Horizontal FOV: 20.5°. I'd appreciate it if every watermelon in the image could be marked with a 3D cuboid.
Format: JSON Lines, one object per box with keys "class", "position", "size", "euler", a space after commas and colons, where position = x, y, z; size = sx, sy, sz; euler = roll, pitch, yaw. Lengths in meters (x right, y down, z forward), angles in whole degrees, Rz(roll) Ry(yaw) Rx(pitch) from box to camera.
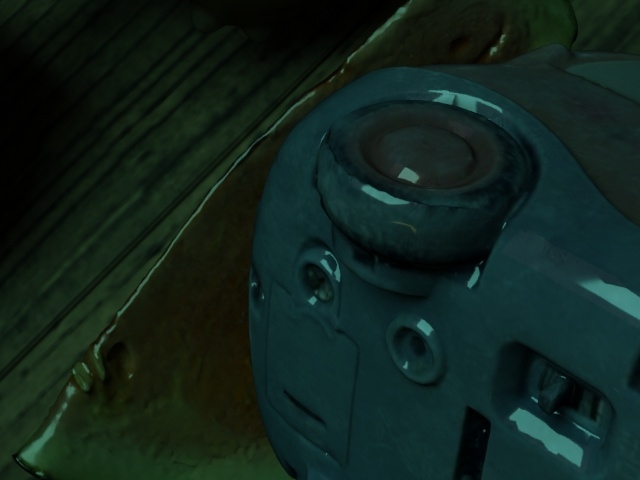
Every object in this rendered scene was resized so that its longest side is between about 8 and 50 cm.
{"class": "watermelon", "position": [0.020, 0.019, 0.770], "size": [0.128, 0.159, 0.303], "euler": [42, 84, 10]}

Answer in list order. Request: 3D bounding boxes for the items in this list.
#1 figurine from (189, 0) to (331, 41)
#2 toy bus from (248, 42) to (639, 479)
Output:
{"class": "figurine", "position": [-0.042, -0.192, 0.912], "size": [0.247, 0.173, 0.177], "euler": [-21, 42, 57]}
{"class": "toy bus", "position": [0.128, 0.043, 0.642], "size": [0.294, 0.197, 0.232], "euler": [31, 45, 32]}
